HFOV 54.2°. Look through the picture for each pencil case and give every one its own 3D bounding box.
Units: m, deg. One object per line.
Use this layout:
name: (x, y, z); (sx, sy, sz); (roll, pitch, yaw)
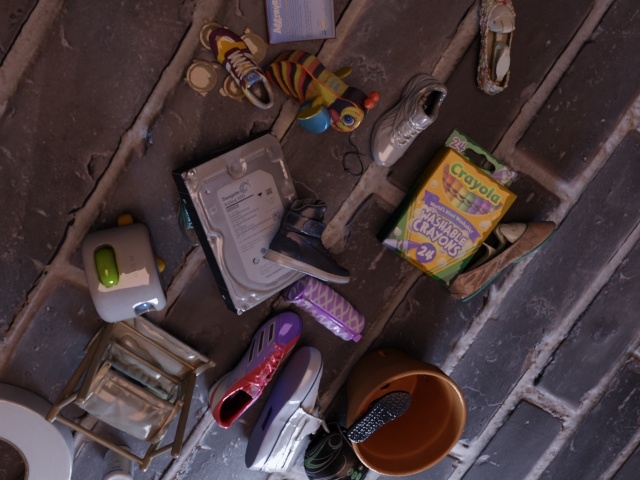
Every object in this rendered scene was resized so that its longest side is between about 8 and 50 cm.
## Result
pencil case: (0.014, 0.159, 1.495); (0.206, 0.088, 0.086); (36, 98, -24)

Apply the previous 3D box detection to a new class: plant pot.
plant pot: (0.188, 0.404, 1.564); (0.291, 0.203, 0.290); (-4, 109, -13)

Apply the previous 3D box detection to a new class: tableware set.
tableware set: (-0.195, -0.368, 1.293); (0.141, 0.020, 0.168); (18, 102, -22)

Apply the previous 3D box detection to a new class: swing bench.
swing bench: (-0.405, 0.322, 1.376); (0.253, 0.254, 0.165); (39, 131, -22)

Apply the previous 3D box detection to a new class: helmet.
helmet: (0.038, 0.565, 1.596); (0.169, 0.169, 0.161); (40, 95, -23)

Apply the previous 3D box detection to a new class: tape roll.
tape roll: (-0.764, 0.504, 1.413); (0.392, 0.072, 0.391); (-5, 109, -14)

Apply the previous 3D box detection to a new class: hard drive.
hard drive: (-0.149, -0.040, 1.353); (0.237, 0.064, 0.338); (-30, 114, -28)

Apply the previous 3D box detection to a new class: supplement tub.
supplement tub: (-0.479, 0.547, 1.484); (0.071, 0.107, 0.071); (-5, 109, -13)

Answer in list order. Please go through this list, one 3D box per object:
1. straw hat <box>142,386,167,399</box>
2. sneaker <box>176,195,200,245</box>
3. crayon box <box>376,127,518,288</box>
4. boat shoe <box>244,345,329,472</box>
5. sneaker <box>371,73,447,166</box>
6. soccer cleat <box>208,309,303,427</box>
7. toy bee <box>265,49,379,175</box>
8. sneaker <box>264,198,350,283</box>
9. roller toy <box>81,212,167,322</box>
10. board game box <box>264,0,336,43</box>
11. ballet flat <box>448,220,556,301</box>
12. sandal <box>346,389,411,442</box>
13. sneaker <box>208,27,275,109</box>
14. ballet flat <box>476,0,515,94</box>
straw hat: (-0.414, 0.422, 1.484); (0.145, 0.061, 0.144); (-5, 110, -14)
sneaker: (-0.278, -0.063, 1.345); (0.065, 0.076, 0.166); (-7, 110, -12)
crayon box: (0.310, -0.076, 1.477); (0.203, 0.083, 0.323); (33, 97, -11)
boat shoe: (-0.047, 0.432, 1.548); (0.157, 0.136, 0.367); (20, 105, -20)
sneaker: (0.195, -0.263, 1.382); (0.090, 0.115, 0.232); (27, 100, -22)
soccer cleat: (-0.146, 0.307, 1.486); (0.109, 0.116, 0.318); (39, 96, -23)
toy bee: (0.039, -0.295, 1.305); (0.298, 0.162, 0.195); (28, 55, -30)
sneaker: (0.001, 0.000, 1.375); (0.226, 0.086, 0.163); (23, 86, -38)
roller toy: (-0.396, 0.062, 1.295); (0.146, 0.209, 0.191); (-14, 122, -11)
board game box: (-0.049, -0.550, 1.266); (0.145, 0.027, 0.281); (-9, 111, -14)
ballet flat: (0.440, 0.024, 1.559); (0.316, 0.107, 0.106); (-38, 100, -1)
sandal: (0.128, 0.389, 1.416); (0.067, 0.040, 0.179); (41, 109, -18)
sneaker: (-0.151, -0.346, 1.256); (0.069, 0.084, 0.185); (-41, 115, -1)
ballet flat: (0.401, -0.446, 1.397); (0.091, 0.077, 0.240); (-8, 110, -12)
